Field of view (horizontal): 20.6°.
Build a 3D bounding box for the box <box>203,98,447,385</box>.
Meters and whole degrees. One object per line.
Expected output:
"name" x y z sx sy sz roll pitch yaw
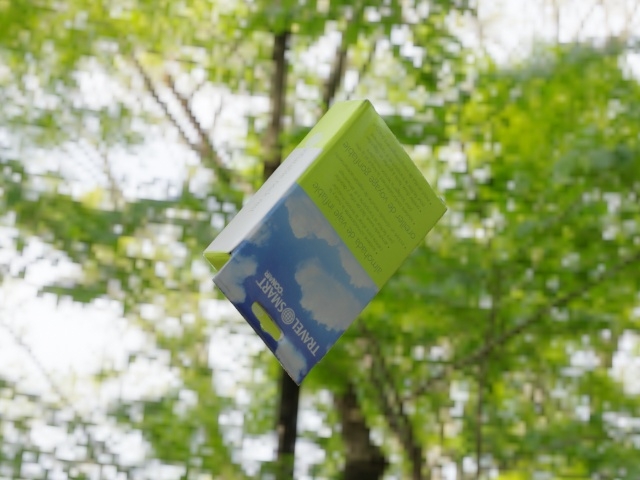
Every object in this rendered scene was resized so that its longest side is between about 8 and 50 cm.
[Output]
"box" 0.000 0.000 1.225 0.042 0.178 0.109 2 -44 55
